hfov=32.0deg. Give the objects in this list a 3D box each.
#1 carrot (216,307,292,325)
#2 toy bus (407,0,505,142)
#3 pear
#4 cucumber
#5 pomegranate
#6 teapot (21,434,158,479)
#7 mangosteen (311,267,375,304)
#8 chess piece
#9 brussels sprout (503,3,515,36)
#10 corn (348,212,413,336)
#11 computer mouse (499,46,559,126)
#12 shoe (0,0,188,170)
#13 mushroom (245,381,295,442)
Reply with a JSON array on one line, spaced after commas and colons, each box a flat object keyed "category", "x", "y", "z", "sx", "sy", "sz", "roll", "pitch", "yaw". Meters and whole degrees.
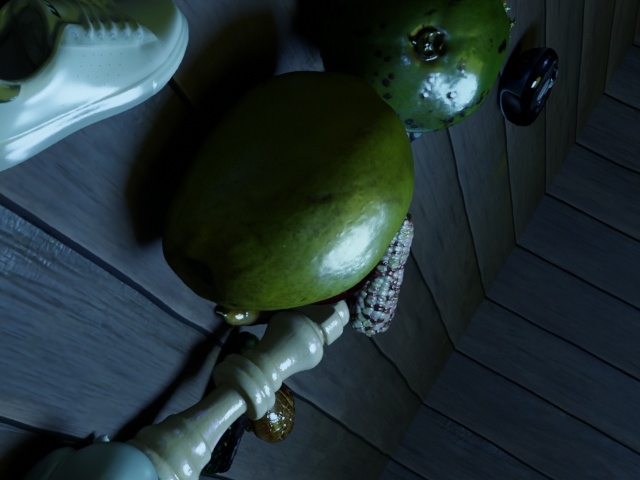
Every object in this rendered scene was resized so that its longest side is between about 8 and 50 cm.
[{"category": "carrot", "x": -0.080, "y": 0.095, "z": 1.690, "sx": 0.298, "sy": 0.078, "sz": 0.078, "roll": -11, "pitch": 128, "yaw": -60}, {"category": "toy bus", "x": 0.162, "y": -0.269, "z": 1.743, "sx": 0.409, "sy": 0.093, "sz": 0.092, "roll": -57, "pitch": 155, "yaw": -15}, {"category": "pear", "x": -0.034, "y": -0.053, "z": 1.289, "sx": 0.307, "sy": 0.253, "sz": 0.253, "roll": -41, "pitch": 155, "yaw": -25}, {"category": "cucumber", "x": -0.139, "y": 0.250, "z": 1.738, "sx": 0.074, "sy": 0.074, "sz": 0.241, "roll": -26, "pitch": 140, "yaw": -61}, {"category": "pomegranate", "x": 0.117, "y": -0.265, "z": 1.414, "sx": 0.270, "sy": 0.254, "sz": 0.254, "roll": -80, "pitch": -168, "yaw": -71}, {"category": "teapot", "x": -0.313, "y": 0.375, "z": 1.313, "sx": 0.318, "sy": 0.149, "sz": 0.220, "roll": -60, "pitch": 171, "yaw": -7}, {"category": "mangosteen", "x": 0.000, "y": 0.000, "z": 1.614, "sx": 0.200, "sy": 0.200, "sz": 0.200, "roll": -52, "pitch": 160, "yaw": -27}, {"category": "chess piece", "x": -0.105, "y": 0.209, "z": 1.599, "sx": 0.397, "sy": 0.117, "sz": 0.117, "roll": -41, "pitch": 155, "yaw": -27}, {"category": "brussels sprout", "x": 0.312, "y": -0.409, "z": 2.011, "sx": 0.085, "sy": 0.058, "sz": 0.085, "roll": -3, "pitch": 94, "yaw": -47}, {"category": "corn", "x": 0.122, "y": 0.060, "z": 2.140, "sx": 0.092, "sy": 0.092, "sz": 0.280, "roll": -32, "pitch": 144, "yaw": -57}, {"category": "computer mouse", "x": 0.446, "y": -0.338, "z": 2.425, "sx": 0.137, "sy": 0.096, "sz": 0.233, "roll": -51, "pitch": 165, "yaw": -15}, {"category": "shoe", "x": -0.201, "y": -0.156, "z": 0.903, "sx": 0.265, "sy": 0.095, "sz": 0.110, "roll": -44, "pitch": 156, "yaw": -36}, {"category": "mushroom", "x": -0.084, "y": 0.298, "z": 1.940, "sx": 0.109, "sy": 0.085, "sz": 0.126, "roll": -65, "pitch": 168, "yaw": 10}]
